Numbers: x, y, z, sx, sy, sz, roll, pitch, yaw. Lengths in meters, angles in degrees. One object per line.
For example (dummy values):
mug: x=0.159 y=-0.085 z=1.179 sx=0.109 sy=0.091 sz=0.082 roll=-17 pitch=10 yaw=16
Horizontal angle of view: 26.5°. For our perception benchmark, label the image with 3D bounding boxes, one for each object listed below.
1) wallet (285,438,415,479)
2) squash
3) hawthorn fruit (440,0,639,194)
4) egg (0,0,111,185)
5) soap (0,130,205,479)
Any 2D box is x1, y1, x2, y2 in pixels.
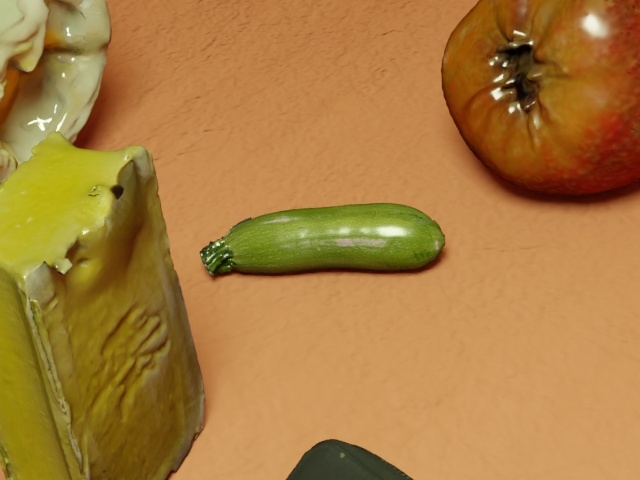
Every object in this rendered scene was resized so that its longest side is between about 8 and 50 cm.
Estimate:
wallet: x=0.040 y=0.206 z=0.691 sx=0.250 sy=0.044 sz=0.149 roll=33 pitch=83 yaw=41
squash: x=0.000 y=0.000 z=0.996 sx=0.183 sy=0.052 sz=0.052 roll=-3 pitch=38 yaw=14
hawthorn fruit: x=0.214 y=-0.128 z=1.028 sx=0.225 sy=0.197 sz=0.196 roll=-7 pitch=30 yaw=-40
egg: x=-0.348 y=-0.162 z=1.086 sx=0.336 sy=0.278 sz=0.278 roll=17 pitch=45 yaw=22
soap: x=-0.136 y=0.065 z=0.796 sx=0.076 sy=0.233 sz=0.135 roll=13 pitch=43 yaw=20
